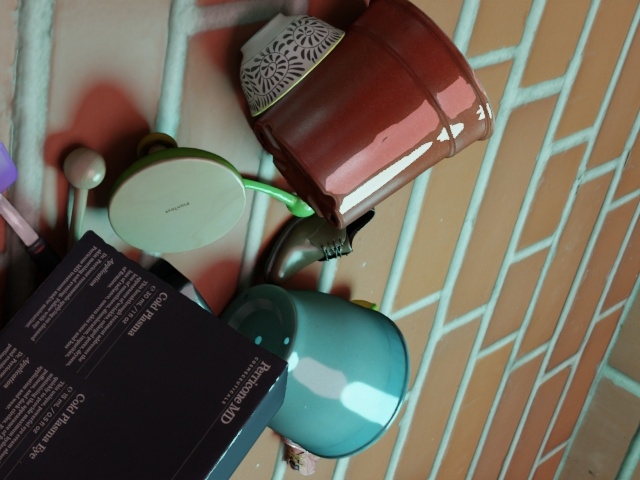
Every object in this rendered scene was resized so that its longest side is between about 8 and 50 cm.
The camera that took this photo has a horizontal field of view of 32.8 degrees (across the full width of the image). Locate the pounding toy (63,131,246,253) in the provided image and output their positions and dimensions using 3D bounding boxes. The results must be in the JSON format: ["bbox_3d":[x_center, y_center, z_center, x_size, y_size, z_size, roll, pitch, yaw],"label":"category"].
[{"bbox_3d":[-0.223,-0.080,1.443,0.237,0.110,0.183,-4,140,-17],"label":"pounding toy"}]

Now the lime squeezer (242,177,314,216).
[{"bbox_3d":[-0.010,-0.104,1.737,0.310,0.059,0.110,-28,107,-35],"label":"lime squeezer"}]

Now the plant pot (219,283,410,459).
[{"bbox_3d":[-0.035,0.197,1.795,0.255,0.271,0.272,32,93,-44],"label":"plant pot"}]

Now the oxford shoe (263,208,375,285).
[{"bbox_3d":[0.000,0.000,1.790,0.227,0.096,0.083,-43,148,-15],"label":"oxford shoe"}]

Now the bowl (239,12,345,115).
[{"bbox_3d":[-0.056,-0.254,1.470,0.170,0.080,0.170,-41,-168,10],"label":"bowl"}]

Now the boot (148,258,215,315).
[{"bbox_3d":[-0.316,0.286,1.614,0.445,0.146,0.367,-45,149,-23],"label":"boot"}]

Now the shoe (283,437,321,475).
[{"bbox_3d":[-0.039,0.420,2.155,0.081,0.063,0.178,-60,152,-1],"label":"shoe"}]

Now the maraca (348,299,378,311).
[{"bbox_3d":[0.035,0.181,2.001,0.185,0.099,0.127,-44,177,9],"label":"maraca"}]

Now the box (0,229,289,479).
[{"bbox_3d":[-0.262,0.225,1.354,0.343,0.312,0.179,-52,168,-21],"label":"box"}]

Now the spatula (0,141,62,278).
[{"bbox_3d":[-0.371,-0.014,1.348,0.084,0.030,0.296,-44,147,-16],"label":"spatula"}]

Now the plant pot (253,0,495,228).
[{"bbox_3d":[0.064,-0.174,1.582,0.265,0.272,0.272,-40,146,-8],"label":"plant pot"}]
